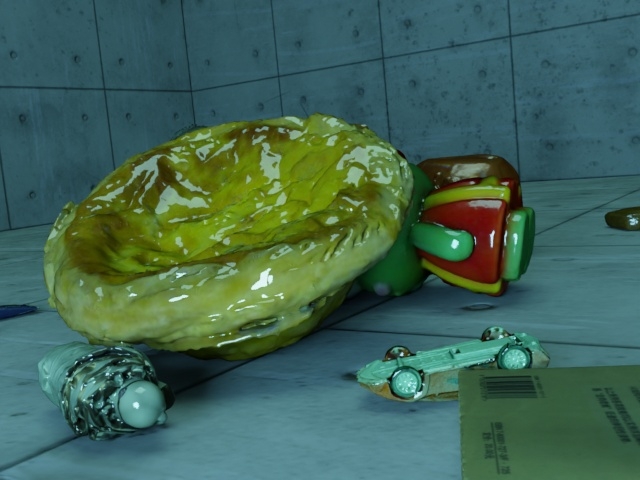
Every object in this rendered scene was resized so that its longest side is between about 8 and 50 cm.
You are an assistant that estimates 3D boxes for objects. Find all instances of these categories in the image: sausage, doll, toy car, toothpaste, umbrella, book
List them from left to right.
[{"bbox_3d":[-0.404,0.089,0.892,0.037,0.021,0.140,3,8,43],"label":"toothpaste"},{"bbox_3d":[-0.141,0.096,0.482,0.067,0.062,0.143,28,-17,-37],"label":"umbrella"},{"bbox_3d":[0.046,-0.016,0.823,0.362,0.160,0.182,-3,11,25],"label":"doll"},{"bbox_3d":[0.084,0.083,0.480,0.121,0.035,0.059,-14,6,2],"label":"toy car"},{"bbox_3d":[0.202,-0.055,1.114,0.153,0.141,0.268,-6,6,-8],"label":"sausage"},{"bbox_3d":[0.182,0.092,0.354,0.230,0.027,0.161,-4,7,11],"label":"book"}]

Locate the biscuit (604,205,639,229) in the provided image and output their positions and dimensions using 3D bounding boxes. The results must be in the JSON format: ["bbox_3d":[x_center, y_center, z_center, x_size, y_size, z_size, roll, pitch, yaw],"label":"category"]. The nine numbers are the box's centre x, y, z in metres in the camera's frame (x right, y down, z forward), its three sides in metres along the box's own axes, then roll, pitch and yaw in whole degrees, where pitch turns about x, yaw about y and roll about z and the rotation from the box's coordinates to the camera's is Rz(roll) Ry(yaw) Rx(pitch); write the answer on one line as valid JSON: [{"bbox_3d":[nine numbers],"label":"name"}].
[{"bbox_3d":[0.568,-0.042,1.163,0.182,0.034,0.215,-9,8,-28],"label":"biscuit"}]

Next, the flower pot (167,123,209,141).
[{"bbox_3d":[-0.137,-0.029,1.000,0.140,0.236,0.235,18,12,12],"label":"flower pot"}]

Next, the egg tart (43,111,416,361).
[{"bbox_3d":[-0.072,0.002,0.656,0.341,0.129,0.341,-12,29,7],"label":"egg tart"}]
